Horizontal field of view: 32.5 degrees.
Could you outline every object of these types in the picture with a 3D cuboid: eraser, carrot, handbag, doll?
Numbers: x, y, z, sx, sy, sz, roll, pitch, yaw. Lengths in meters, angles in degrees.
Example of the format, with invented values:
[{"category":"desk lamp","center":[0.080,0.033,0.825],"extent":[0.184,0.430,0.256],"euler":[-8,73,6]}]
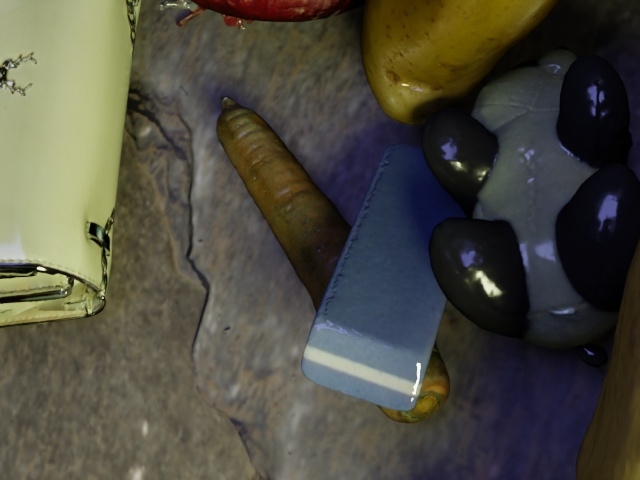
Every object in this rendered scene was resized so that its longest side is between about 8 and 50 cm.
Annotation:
[{"category":"eraser","center":[0.056,0.017,0.782],"extent":[0.082,0.036,0.225],"euler":[17,45,6]},{"category":"carrot","center":[-0.001,0.000,0.858],"extent":[0.070,0.070,0.342],"euler":[-36,55,5]},{"category":"handbag","center":[-0.288,-0.108,0.985],"extent":[0.237,0.160,0.358],"euler":[-5,64,14]},{"category":"doll","center":[0.155,-0.034,0.765],"extent":[0.143,0.135,0.234],"euler":[-14,57,20]}]

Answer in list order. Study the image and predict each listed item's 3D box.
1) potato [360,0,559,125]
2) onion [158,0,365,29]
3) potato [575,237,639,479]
[{"category":"potato","center":[0.136,-0.236,0.758],"extent":[0.369,0.176,0.195],"euler":[-58,47,40]},{"category":"onion","center":[-0.045,-0.270,0.939],"extent":[0.273,0.285,0.273],"euler":[9,44,-9]},{"category":"potato","center":[0.211,0.136,0.462],"extent":[0.290,0.296,0.397],"euler":[-1,33,31]}]
